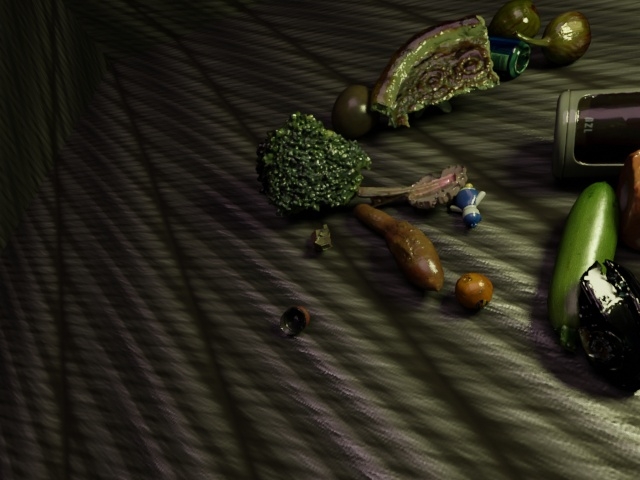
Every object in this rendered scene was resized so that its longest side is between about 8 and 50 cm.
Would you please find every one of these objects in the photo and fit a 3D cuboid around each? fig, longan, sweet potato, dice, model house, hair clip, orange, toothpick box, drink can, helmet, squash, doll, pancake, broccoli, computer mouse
[{"bbox_3d":[0.637,-0.732,1.552,0.259,0.151,0.151,-20,40,48],"label":"fig"},{"bbox_3d":[0.120,-0.436,1.493,0.189,0.189,0.189,-13,48,15],"label":"longan"},{"bbox_3d":[0.206,-0.003,1.135,0.109,0.109,0.385,-31,41,-2],"label":"sweet potato"},{"bbox_3d":[0.728,-0.084,0.909,0.180,0.173,0.174,3,53,22],"label":"dice"},{"bbox_3d":[0.000,0.000,1.257,0.058,0.057,0.083,-14,50,8],"label":"model house"},{"bbox_3d":[0.255,-0.138,1.227,0.301,0.069,0.173,-7,36,20],"label":"hair clip"},{"bbox_3d":[0.344,0.112,0.985,0.084,0.083,0.083,-13,48,15],"label":"orange"},{"bbox_3d":[0.726,-0.250,1.033,0.317,0.229,0.228,5,55,26],"label":"toothpick box"},{"bbox_3d":[0.578,-0.614,1.456,0.118,0.118,0.205,-44,49,-13],"label":"drink can"},{"bbox_3d":[-0.060,0.200,1.122,0.084,0.049,0.065,-38,79,25],"label":"helmet"},{"bbox_3d":[0.550,0.047,0.922,0.107,0.107,0.394,11,63,32],"label":"squash"},{"bbox_3d":[0.388,-0.090,1.149,0.099,0.058,0.142,-29,43,31],"label":"doll"},{"bbox_3d":[0.339,-0.527,1.356,0.427,0.067,0.304,-23,63,11],"label":"pancake"},{"bbox_3d":[0.702,-0.617,1.342,0.246,0.149,0.149,-9,44,-15],"label":"fig"},{"bbox_3d":[-0.022,-0.243,1.345,0.348,0.293,0.281,-10,10,4],"label":"broccoli"},{"bbox_3d":[0.550,0.150,0.797,0.147,0.077,0.241,-7,78,-20],"label":"computer mouse"}]

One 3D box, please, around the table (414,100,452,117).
[{"bbox_3d":[0.366,-0.520,1.462,0.167,0.166,0.198,-5,59,22],"label":"table"}]
